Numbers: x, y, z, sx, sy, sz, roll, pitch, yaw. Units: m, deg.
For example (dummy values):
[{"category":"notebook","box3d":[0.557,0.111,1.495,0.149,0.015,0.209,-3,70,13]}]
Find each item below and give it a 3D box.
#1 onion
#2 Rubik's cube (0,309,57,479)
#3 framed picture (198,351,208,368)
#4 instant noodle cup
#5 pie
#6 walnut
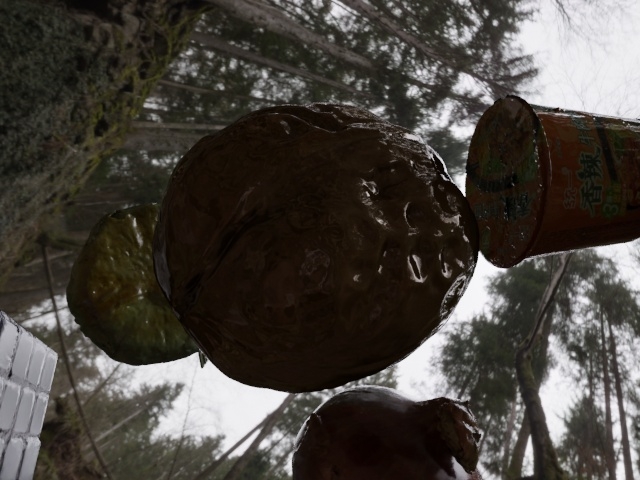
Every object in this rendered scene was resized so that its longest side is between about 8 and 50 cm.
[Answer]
[{"category":"onion","box3d":[0.114,0.418,0.877,0.354,0.354,0.353,6,-78,27]},{"category":"Rubik's cube","box3d":[-0.656,0.293,0.758,0.345,0.343,0.336,6,-115,-8]},{"category":"framed picture","box3d":[-0.267,0.150,1.185,0.019,0.296,0.232,-9,-85,-2]},{"category":"instant noodle cup","box3d":[0.325,-0.078,0.672,0.183,0.230,0.230,-1,-79,-6]},{"category":"pie","box3d":[-0.280,0.070,0.863,0.071,0.306,0.306,-25,-93,51]},{"category":"walnut","box3d":[0.000,0.000,0.624,0.354,0.398,0.308,58,-31,20]}]
